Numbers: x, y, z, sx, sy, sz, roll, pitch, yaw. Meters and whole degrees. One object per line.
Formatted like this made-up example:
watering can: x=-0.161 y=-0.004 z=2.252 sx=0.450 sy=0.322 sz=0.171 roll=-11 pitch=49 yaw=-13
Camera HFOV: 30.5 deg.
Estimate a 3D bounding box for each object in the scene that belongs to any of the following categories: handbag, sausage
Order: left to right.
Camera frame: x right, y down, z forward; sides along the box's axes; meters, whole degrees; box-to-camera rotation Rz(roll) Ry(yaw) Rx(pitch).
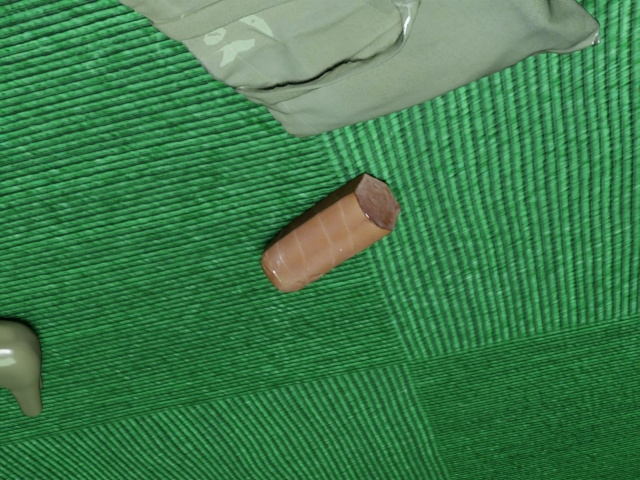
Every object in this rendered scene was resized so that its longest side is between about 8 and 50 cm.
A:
sausage: x=-0.001 y=0.000 z=1.144 sx=0.065 sy=0.065 sz=0.169 roll=19 pitch=140 yaw=-38
handbag: x=0.016 y=-0.184 z=0.798 sx=0.253 sy=0.109 sz=0.315 roll=-20 pitch=148 yaw=27

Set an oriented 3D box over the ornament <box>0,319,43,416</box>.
ornament: x=-0.413 y=0.122 z=1.240 sx=0.230 sy=0.061 sz=0.245 roll=0 pitch=149 yaw=-9
